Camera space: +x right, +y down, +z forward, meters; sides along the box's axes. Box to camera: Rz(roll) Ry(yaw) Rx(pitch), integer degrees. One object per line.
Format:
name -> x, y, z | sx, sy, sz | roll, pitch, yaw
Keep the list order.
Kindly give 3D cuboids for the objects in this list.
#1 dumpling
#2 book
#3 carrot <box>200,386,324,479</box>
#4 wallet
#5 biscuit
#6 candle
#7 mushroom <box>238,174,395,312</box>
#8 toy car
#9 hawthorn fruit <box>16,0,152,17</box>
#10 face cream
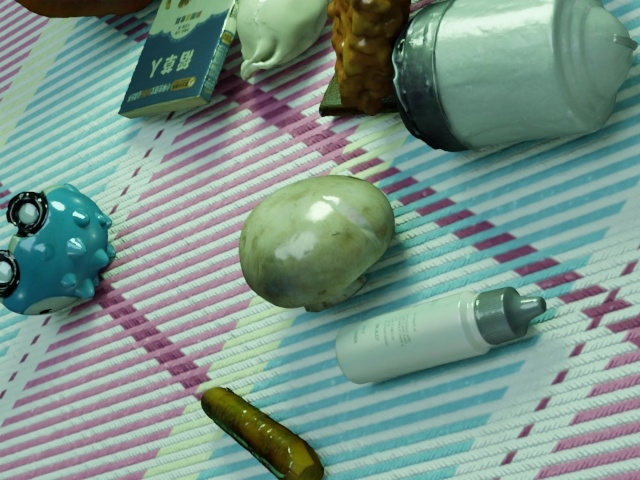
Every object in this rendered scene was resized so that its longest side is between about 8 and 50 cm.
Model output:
dumpling -> -0.074, -0.384, 2.015 | 0.258, 0.147, 0.193 | -63, 19, -11
book -> -0.221, -0.429, 2.163 | 0.300, 0.039, 0.428 | -2, 64, 52
carrot -> -0.092, 0.294, 1.767 | 0.260, 0.070, 0.070 | 28, 90, 46
wallet -> 0.113, -0.258, 1.862 | 0.243, 0.039, 0.133 | 1, 66, 41
biscuit -> 0.071, -0.390, 1.750 | 0.110, 0.318, 0.312 | 0, 57, -6
candle -> 0.280, -0.238, 1.592 | 0.342, 0.221, 0.221 | -3, 69, 35
mushroom -> 0.000, 0.000, 1.740 | 0.254, 0.184, 0.255 | -28, 12, 6
toy car -> -0.477, 0.029, 2.135 | 0.190, 0.188, 0.255 | 27, 93, 17
hawthorn fruit -> -0.476, -0.673, 2.287 | 0.471, 0.471, 0.472 | -18, 60, 34
face cream -> 0.167, 0.124, 1.604 | 0.311, 0.092, 0.092 | -19, 59, 34
